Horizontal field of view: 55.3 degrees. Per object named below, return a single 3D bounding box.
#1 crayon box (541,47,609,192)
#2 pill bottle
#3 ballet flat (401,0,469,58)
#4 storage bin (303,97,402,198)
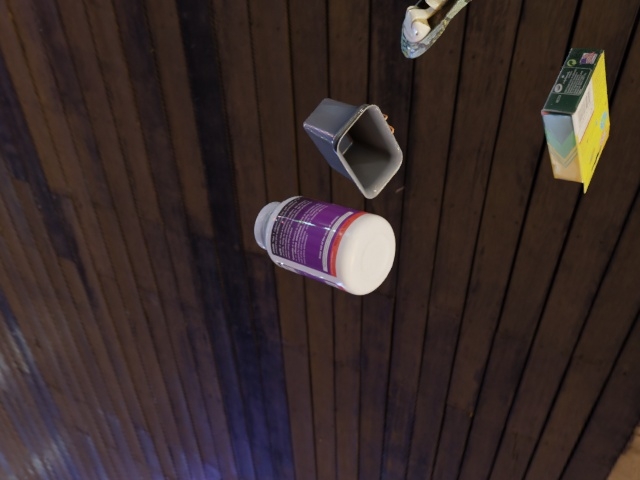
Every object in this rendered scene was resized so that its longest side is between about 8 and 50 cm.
[{"bbox_3d":[0.640,-0.287,1.515,0.081,0.202,0.318,16,158,36],"label":"crayon box"},{"bbox_3d":[0.000,0.000,1.415,0.323,0.181,0.181,18,133,39],"label":"pill bottle"},{"bbox_3d":[0.161,-0.337,0.880,0.070,0.070,0.188,43,137,-2],"label":"ballet flat"},{"bbox_3d":[0.044,-0.141,0.851,0.091,0.098,0.135,33,170,37],"label":"storage bin"}]
